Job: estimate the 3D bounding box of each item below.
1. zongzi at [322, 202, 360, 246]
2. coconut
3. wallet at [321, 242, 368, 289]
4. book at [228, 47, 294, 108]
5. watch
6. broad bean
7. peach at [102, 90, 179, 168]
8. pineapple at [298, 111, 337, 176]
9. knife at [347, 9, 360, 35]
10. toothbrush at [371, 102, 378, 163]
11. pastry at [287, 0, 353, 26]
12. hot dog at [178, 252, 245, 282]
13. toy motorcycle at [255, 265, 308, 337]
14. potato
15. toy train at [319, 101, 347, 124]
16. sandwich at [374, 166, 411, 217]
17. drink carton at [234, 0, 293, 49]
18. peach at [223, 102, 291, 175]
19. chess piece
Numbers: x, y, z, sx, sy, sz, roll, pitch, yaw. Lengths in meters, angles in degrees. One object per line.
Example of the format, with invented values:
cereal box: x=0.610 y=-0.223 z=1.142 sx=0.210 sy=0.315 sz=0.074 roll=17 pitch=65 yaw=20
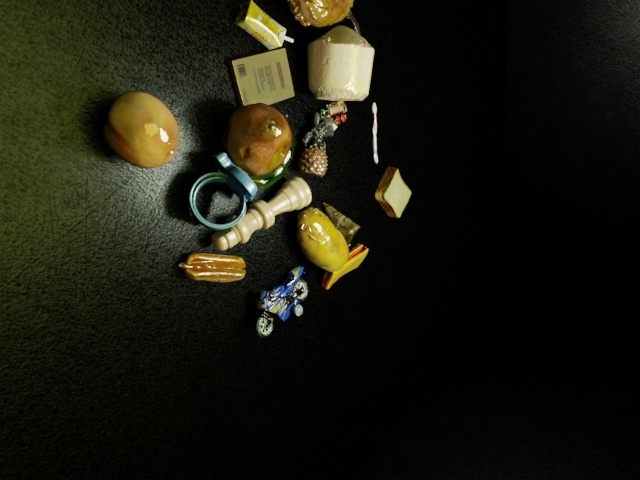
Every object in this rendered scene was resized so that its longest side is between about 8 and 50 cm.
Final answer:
zongzi: x=0.062 y=-0.054 z=1.718 sx=0.084 sy=0.184 sz=0.187 roll=-42 pitch=166 yaw=-31
coconut: x=0.071 y=-0.626 z=1.428 sx=0.239 sy=0.239 sz=0.244 roll=-15 pitch=113 yaw=-45
wallet: x=0.100 y=0.112 z=1.779 sx=0.241 sy=0.067 sz=0.141 roll=-31 pitch=155 yaw=-38
book: x=-0.187 y=-0.531 z=1.324 sx=0.231 sy=0.026 sz=0.161 roll=-34 pitch=125 yaw=-37
watch: x=-0.306 y=-0.134 z=1.212 sx=0.193 sy=0.211 sz=0.211 roll=-47 pitch=132 yaw=-14
broad bean: x=-0.163 y=-0.290 z=1.401 sx=0.292 sy=0.049 sz=0.144 roll=-57 pitch=132 yaw=-18
peach: x=-0.440 y=-0.269 z=1.000 sx=0.184 sy=0.184 sz=0.184 roll=-16 pitch=113 yaw=-44
pineapple: x=-0.014 y=-0.361 z=1.504 sx=0.119 sy=0.111 sz=0.237 roll=6 pitch=94 yaw=-57
knife: x=0.109 y=-0.879 z=1.556 sx=0.046 sy=0.021 sz=0.222 roll=-59 pitch=137 yaw=-14
toothbrush: x=0.246 y=-0.482 z=1.816 sx=0.021 sy=0.027 sz=0.269 roll=-9 pitch=111 yaw=-9
pastry: x=-0.022 y=-0.831 z=1.319 sx=0.311 sy=0.161 sz=0.255 roll=-42 pitch=119 yaw=-45
hot dog: x=-0.346 y=0.088 z=1.298 sx=0.235 sy=0.062 sz=0.092 roll=12 pitch=76 yaw=-44
toy motorcycle: x=-0.151 y=0.216 z=1.519 sx=0.315 sy=0.113 sz=0.169 roll=-43 pitch=121 yaw=-43
potato: x=0.000 y=0.000 z=1.587 sx=0.173 sy=0.140 sz=0.300 roll=-46 pitch=124 yaw=-12
toy train: x=0.047 y=-0.496 z=1.577 sx=0.138 sy=0.050 sz=0.087 roll=-32 pitch=119 yaw=-37
sandwich: x=0.362 y=-0.232 z=1.989 sx=0.214 sy=0.065 sz=0.186 roll=41 pitch=71 yaw=-46
drink carton: x=-0.167 y=-0.658 z=1.268 sx=0.200 sy=0.084 sz=0.075 roll=21 pitch=81 yaw=-44
peach: x=-0.189 y=-0.310 z=1.224 sx=0.214 sy=0.235 sz=0.214 roll=4 pitch=80 yaw=-20
chess piece: x=-0.203 y=-0.088 z=1.373 sx=0.397 sy=0.117 sz=0.117 roll=-36 pitch=125 yaw=-34
